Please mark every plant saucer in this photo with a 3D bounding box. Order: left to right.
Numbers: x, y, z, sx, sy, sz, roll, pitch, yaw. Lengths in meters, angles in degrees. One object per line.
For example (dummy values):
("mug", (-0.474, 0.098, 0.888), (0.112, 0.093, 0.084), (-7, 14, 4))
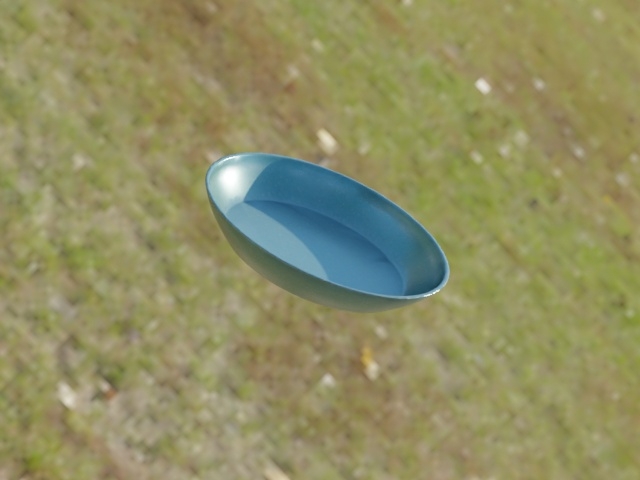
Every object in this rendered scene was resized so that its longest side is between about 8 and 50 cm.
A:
("plant saucer", (0.000, 0.000, 0.873), (0.119, 0.021, 0.119), (21, 24, -10))
